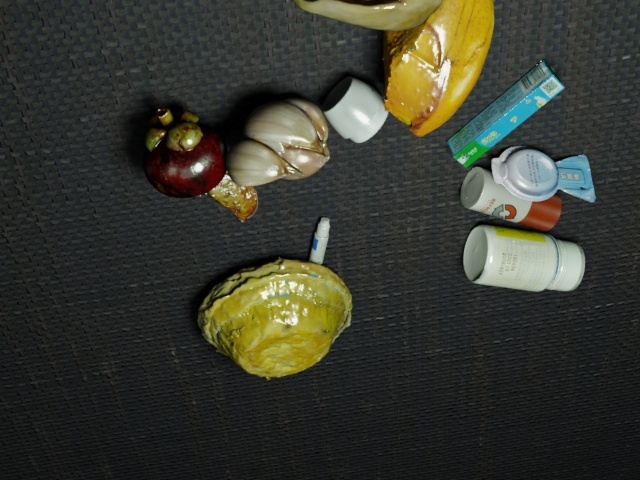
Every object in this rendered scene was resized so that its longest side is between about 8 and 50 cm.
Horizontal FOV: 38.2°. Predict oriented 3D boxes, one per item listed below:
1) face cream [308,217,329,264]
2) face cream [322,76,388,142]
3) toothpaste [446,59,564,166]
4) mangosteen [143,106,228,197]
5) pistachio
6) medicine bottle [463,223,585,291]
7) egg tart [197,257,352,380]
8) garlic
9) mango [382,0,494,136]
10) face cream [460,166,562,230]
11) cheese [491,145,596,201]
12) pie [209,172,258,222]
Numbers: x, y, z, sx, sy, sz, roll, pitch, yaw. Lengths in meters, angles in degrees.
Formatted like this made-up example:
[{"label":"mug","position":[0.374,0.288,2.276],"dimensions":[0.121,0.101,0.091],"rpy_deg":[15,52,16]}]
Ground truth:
[{"label":"face cream","position":[0.000,0.000,2.126],"dimensions":[0.034,0.034,0.130],"rpy_deg":[3,131,-12]},{"label":"face cream","position":[0.070,-0.263,1.858],"dimensions":[0.104,0.117,0.117],"rpy_deg":[36,117,-22]},{"label":"toothpaste","position":[0.387,-0.265,1.944],"dimensions":[0.267,0.065,0.050],"rpy_deg":[-40,128,23]},{"label":"mangosteen","position":[-0.276,-0.179,1.838],"dimensions":[0.200,0.200,0.200],"rpy_deg":[-5,131,-6]},{"label":"pistachio","position":[0.079,-0.467,1.631],"dimensions":[0.288,0.197,0.166],"rpy_deg":[20,123,15]},{"label":"medicine bottle","position":[0.479,0.047,2.177],"dimensions":[0.258,0.143,0.143],"rpy_deg":[9,128,-16]},{"label":"egg tart","position":[-0.102,0.205,2.193],"dimensions":[0.388,0.169,0.388],"rpy_deg":[-8,141,-6]},{"label":"garlic","position":[-0.084,-0.198,1.823],"dimensions":[0.191,0.214,0.160],"rpy_deg":[1,102,38]},{"label":"mango","position":[0.216,-0.381,1.751],"dimensions":[0.199,0.201,0.350],"rpy_deg":[-17,135,-52]},{"label":"face cream","position":[0.430,-0.092,2.079],"dimensions":[0.214,0.096,0.096],"rpy_deg":[15,126,-22]},{"label":"cheese","position":[0.488,-0.145,2.029],"dimensions":[0.245,0.135,0.052],"rpy_deg":[3,158,-16]},{"label":"pie","position":[-0.198,-0.110,2.001],"dimensions":[0.088,0.033,0.191],"rpy_deg":[-37,126,16]}]
